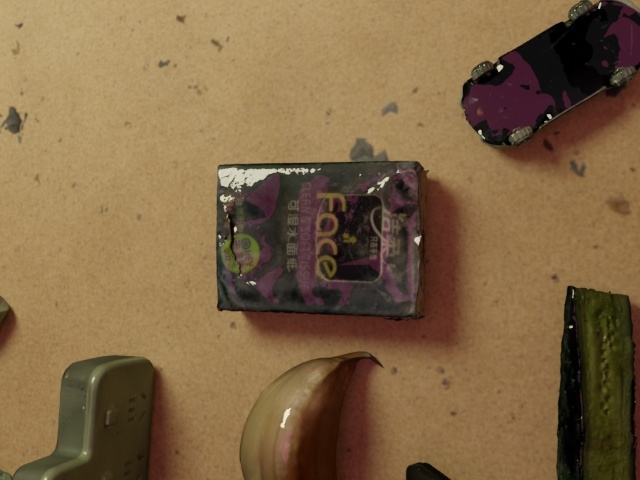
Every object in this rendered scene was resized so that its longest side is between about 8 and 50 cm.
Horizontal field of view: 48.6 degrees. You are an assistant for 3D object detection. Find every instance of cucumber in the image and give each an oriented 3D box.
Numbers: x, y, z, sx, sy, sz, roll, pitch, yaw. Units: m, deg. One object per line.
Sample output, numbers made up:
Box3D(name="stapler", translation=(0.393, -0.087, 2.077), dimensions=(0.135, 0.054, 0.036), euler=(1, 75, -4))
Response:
Box3D(name="cucumber", translation=(0.273, 0.154, 0.722), dimensions=(0.077, 0.062, 0.212), euler=(4, 80, -18))

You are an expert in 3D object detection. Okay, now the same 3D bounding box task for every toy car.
Box3D(name="toy car", translation=(0.247, -0.175, 0.746), dimensions=(0.204, 0.056, 0.095), euler=(-30, 79, 8))

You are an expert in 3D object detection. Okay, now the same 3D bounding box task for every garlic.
Box3D(name="garlic", translation=(-0.028, 0.211, 0.770), dimensions=(0.128, 0.115, 0.207), euler=(14, 88, 22))

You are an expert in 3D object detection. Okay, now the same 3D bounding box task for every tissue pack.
Box3D(name="tissue pack", translation=(0.000, 0.000, 0.795), dimensions=(0.235, 0.073, 0.174), euler=(2, 88, 16))

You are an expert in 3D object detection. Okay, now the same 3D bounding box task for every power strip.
Box3D(name="power strip", translation=(-0.260, 0.267, 0.789), dimensions=(0.059, 0.193, 0.265), euler=(3, 88, 18))

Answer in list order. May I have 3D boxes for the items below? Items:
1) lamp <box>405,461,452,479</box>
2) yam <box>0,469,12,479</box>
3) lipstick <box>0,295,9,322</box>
Box3D(name="lamp", translation=(0.027, 0.357, 0.704), dimensions=(0.283, 0.124, 0.203), euler=(-14, 117, -14))
Box3D(name="yam", translation=(-0.515, 0.426, 0.850), dimensions=(0.271, 0.201, 0.202), euler=(-57, 36, 20))
Box3D(name="lipstick", translation=(-0.486, 0.149, 0.930), dimensions=(0.063, 0.057, 0.186), euler=(36, 99, 14))
